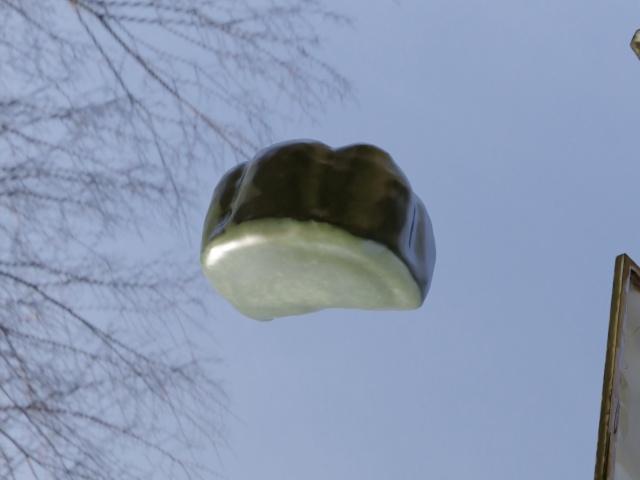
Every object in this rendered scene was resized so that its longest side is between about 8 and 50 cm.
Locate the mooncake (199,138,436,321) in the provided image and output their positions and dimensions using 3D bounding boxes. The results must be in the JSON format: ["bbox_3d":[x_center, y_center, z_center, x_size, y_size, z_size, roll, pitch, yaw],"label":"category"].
[{"bbox_3d":[0.000,0.000,0.993,0.175,0.168,0.104,16,-129,-6],"label":"mooncake"}]

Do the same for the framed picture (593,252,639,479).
[{"bbox_3d":[0.213,0.123,0.806,0.010,0.136,0.201,-23,-142,39],"label":"framed picture"}]

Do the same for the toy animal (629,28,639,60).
[{"bbox_3d":[0.361,-0.142,0.945,0.212,0.267,0.212,-16,-114,39],"label":"toy animal"}]
